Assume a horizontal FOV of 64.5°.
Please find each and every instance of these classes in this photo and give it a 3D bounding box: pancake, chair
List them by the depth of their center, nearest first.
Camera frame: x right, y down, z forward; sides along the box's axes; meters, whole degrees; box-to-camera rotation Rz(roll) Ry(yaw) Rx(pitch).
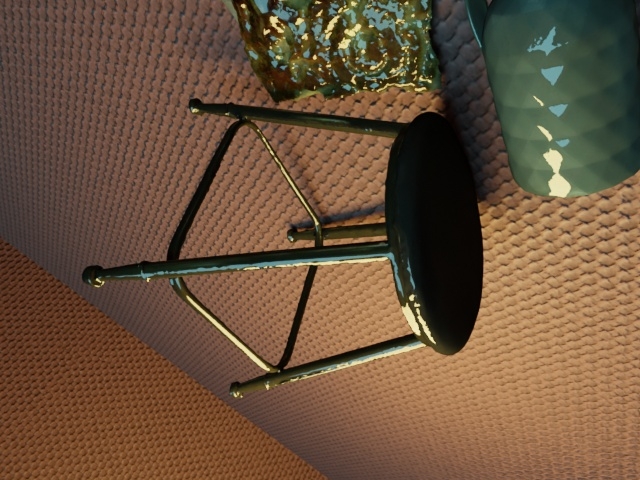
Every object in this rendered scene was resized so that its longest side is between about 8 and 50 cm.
[{"bbox_3d":[0.021,-0.345,0.598,0.304,0.067,0.427,14,139,14],"label":"pancake"},{"bbox_3d":[0.000,0.000,0.741,0.409,0.362,0.365,-6,139,30],"label":"chair"}]

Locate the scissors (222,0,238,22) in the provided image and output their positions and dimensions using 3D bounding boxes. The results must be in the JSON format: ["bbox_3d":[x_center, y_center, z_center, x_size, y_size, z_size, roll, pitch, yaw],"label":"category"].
[{"bbox_3d":[-0.161,-0.388,0.705,0.109,0.022,0.300,-9,127,47],"label":"scissors"}]

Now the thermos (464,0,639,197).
[{"bbox_3d":[0.236,-0.199,0.530,0.287,0.144,0.182,62,169,-30],"label":"thermos"}]
